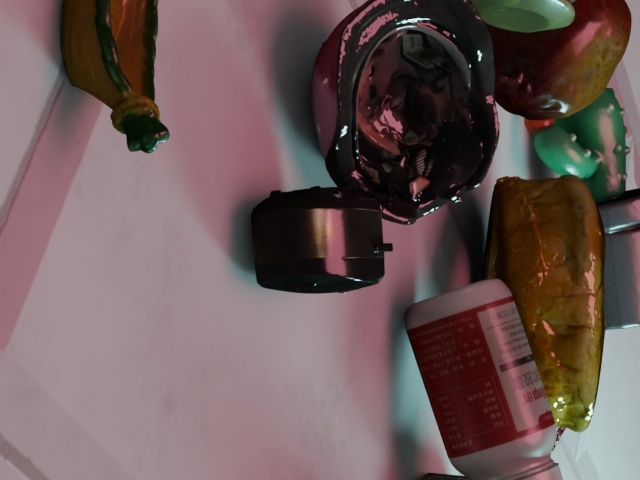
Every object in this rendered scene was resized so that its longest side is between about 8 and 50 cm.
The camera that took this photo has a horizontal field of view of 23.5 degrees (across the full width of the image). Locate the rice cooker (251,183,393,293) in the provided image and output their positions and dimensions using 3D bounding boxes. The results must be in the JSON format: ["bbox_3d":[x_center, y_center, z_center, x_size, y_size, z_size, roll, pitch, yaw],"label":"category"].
[{"bbox_3d":[0.000,0.000,1.439,0.165,0.112,0.107,-17,101,-65],"label":"rice cooker"}]

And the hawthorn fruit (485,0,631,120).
[{"bbox_3d":[0.276,-0.249,1.946,0.248,0.208,0.208,-49,135,-41],"label":"hawthorn fruit"}]

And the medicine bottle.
[{"bbox_3d":[0.191,0.177,1.766,0.131,0.131,0.250,-6,76,-65],"label":"medicine bottle"}]

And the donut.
[{"bbox_3d":[0.270,0.074,1.928,0.330,0.159,0.330,180,-90,-84],"label":"donut"}]

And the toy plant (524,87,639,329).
[{"bbox_3d":[0.399,-0.073,2.241,0.279,0.185,0.400,-12,95,-44],"label":"toy plant"}]

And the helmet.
[{"bbox_3d":[0.072,-0.143,1.546,0.198,0.154,0.253,-30,116,-18],"label":"helmet"}]

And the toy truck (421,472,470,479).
[{"bbox_3d":[0.172,0.336,1.869,0.192,0.083,0.092,34,61,-63],"label":"toy truck"}]

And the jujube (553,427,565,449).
[{"bbox_3d":[0.289,0.256,2.103,0.104,0.104,0.166,61,40,-48],"label":"jujube"}]

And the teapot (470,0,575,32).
[{"bbox_3d":[0.224,-0.375,1.759,0.321,0.239,0.239,32,65,-63],"label":"teapot"}]

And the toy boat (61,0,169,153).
[{"bbox_3d":[-0.138,-0.173,1.154,0.089,0.088,0.230,35,59,-62],"label":"toy boat"}]
